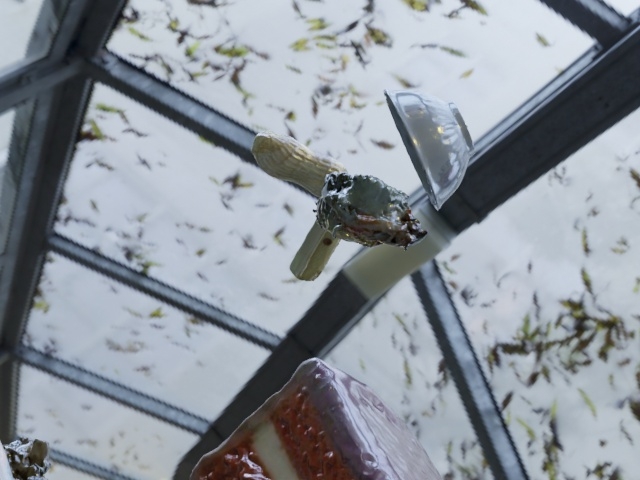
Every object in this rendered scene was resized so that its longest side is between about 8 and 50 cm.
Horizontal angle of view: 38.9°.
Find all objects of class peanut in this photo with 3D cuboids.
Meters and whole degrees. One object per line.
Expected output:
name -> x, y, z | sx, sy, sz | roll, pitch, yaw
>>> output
peanut -> -0.038, -0.143, 1.746 | 0.207, 0.087, 0.087 | 25, -34, -16

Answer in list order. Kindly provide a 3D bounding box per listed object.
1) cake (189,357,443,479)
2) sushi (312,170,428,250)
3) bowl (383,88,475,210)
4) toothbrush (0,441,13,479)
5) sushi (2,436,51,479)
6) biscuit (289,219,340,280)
cake -> 0.029, 0.323, 1.002 | 0.230, 0.237, 0.309 | 41, 8, -36
sushi -> 0.048, -0.042, 1.218 | 0.226, 0.097, 0.103 | 11, -76, 58
bowl -> 0.165, -0.143, 1.284 | 0.189, 0.086, 0.189 | -24, 90, -85
toothbrush -> -0.294, 0.309, 0.890 | 0.375, 0.037, 0.028 | 45, -58, 50
sushi -> -0.531, 0.430, 1.436 | 0.218, 0.225, 0.238 | 107, -31, -58
biscuit -> 0.000, 0.000, 1.772 | 0.052, 0.056, 0.188 | 53, -53, 37
